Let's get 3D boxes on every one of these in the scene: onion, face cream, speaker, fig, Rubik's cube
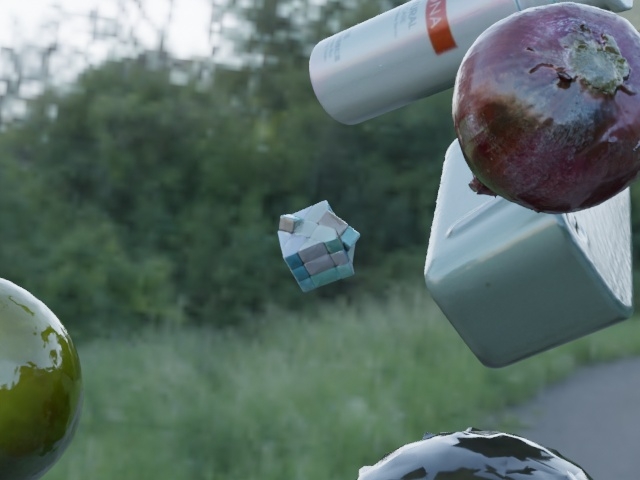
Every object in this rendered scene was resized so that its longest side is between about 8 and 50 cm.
[{"bbox_3d":[0.163,-0.085,1.259,0.160,0.159,0.195,7,-26,-20],"label":"onion"},{"bbox_3d":[0.147,-0.211,1.694,0.346,0.102,0.102,-20,-20,37],"label":"face cream"},{"bbox_3d":[0.251,-0.028,2.027,0.184,0.183,0.406,-29,21,23],"label":"speaker"},{"bbox_3d":[-0.319,0.144,1.529,0.207,0.207,0.230,7,-37,-11],"label":"fig"},{"bbox_3d":[-0.001,0.002,1.792,0.084,0.073,0.075,-11,-48,-5],"label":"Rubik's cube"}]

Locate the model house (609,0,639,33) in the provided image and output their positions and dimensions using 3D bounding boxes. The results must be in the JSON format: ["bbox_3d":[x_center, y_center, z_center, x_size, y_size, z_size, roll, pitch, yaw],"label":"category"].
[{"bbox_3d":[0.443,-0.315,2.254,0.218,0.204,0.279,-33,-15,22],"label":"model house"}]

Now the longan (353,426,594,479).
[{"bbox_3d":[0.155,0.374,1.753,0.391,0.391,0.391,6,-4,0],"label":"longan"}]
